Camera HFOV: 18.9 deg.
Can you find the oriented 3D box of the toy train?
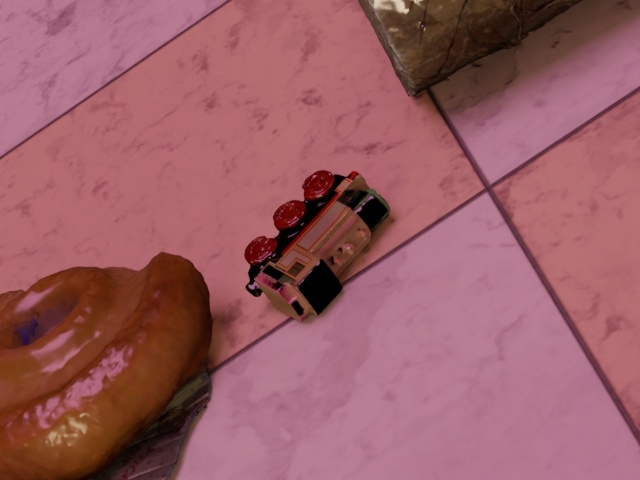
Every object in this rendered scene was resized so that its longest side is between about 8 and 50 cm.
[{"bbox_3d":[0.000,0.000,1.584,0.138,0.050,0.087,-48,42,-14],"label":"toy train"}]

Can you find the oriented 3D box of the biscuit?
[{"bbox_3d":[-0.223,0.111,1.608,0.274,0.091,0.213,-15,37,28],"label":"biscuit"}]

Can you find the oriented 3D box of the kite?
[{"bbox_3d":[-0.154,0.236,1.496,0.314,0.011,0.335,-8,47,34],"label":"kite"}]

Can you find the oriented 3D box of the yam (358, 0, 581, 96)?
[{"bbox_3d":[0.159,-0.282,1.619,0.348,0.241,0.241,-25,38,15],"label":"yam"}]
